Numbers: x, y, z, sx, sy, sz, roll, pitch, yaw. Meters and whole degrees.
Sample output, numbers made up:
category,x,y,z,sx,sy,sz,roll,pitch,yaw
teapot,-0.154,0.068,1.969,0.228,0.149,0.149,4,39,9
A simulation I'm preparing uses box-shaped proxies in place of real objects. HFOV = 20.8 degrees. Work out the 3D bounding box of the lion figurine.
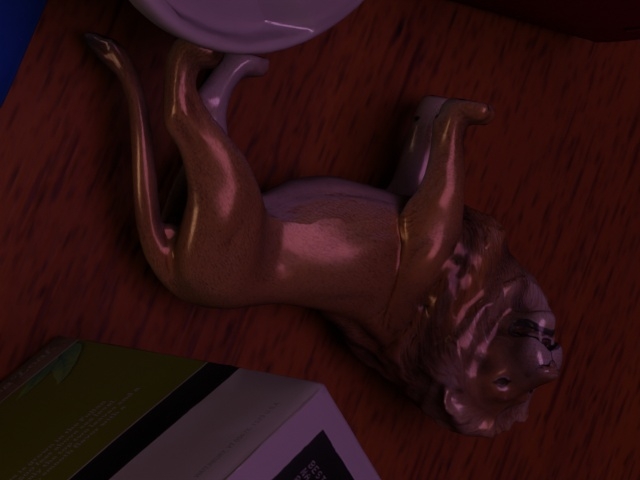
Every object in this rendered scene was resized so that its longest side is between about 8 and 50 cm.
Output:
category,x,y,z,sx,sy,sz,roll,pitch,yaw
lion figurine,0.000,0.000,1.232,0.392,0.142,0.240,11,94,-20

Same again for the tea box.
category,x,y,z,sx,sy,sz,roll,pitch,yaw
tea box,-0.083,0.258,1.059,0.220,0.323,0.329,-41,113,-26

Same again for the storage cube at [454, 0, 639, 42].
category,x,y,z,sx,sy,sz,roll,pitch,yaw
storage cube,0.192,-0.260,1.284,0.193,0.215,0.183,11,87,-27

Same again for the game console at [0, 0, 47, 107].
category,x,y,z,sx,sy,sz,roll,pitch,yaw
game console,-0.274,-0.258,1.080,0.250,0.173,0.293,21,79,-1

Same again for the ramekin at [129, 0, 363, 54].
category,x,y,z,sx,sy,sz,roll,pitch,yaw
ramekin,-0.062,-0.262,1.103,0.273,0.127,0.273,-20,121,-37
